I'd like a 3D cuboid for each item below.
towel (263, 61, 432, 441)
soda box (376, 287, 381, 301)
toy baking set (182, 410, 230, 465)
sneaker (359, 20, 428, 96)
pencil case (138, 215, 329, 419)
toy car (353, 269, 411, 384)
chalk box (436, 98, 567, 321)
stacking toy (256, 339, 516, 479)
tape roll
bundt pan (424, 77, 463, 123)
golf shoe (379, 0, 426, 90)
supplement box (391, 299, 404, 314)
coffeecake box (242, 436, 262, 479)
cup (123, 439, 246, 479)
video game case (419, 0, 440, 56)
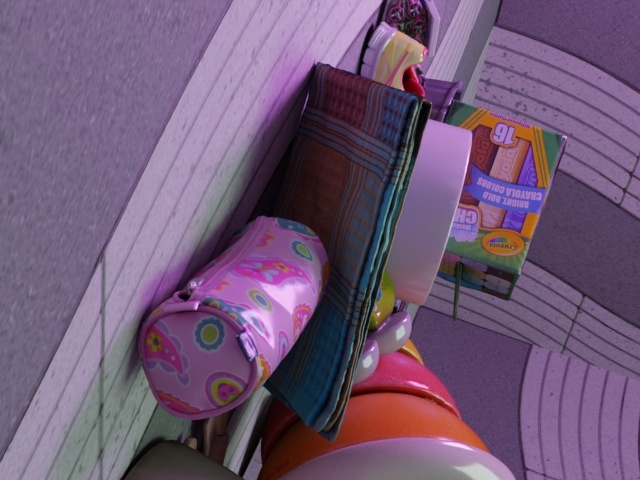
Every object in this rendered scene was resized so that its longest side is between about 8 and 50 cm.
[{"bbox_3d":[0.000,0.000,1.505,0.271,0.040,0.370,32,-72,62],"label":"towel"},{"bbox_3d":[0.021,-0.021,1.599,0.067,0.071,0.210,-41,-135,53],"label":"soda box"},{"bbox_3d":[-0.162,0.306,1.612,0.197,0.030,0.256,-39,144,-66],"label":"toy baking set"},{"bbox_3d":[0.095,-0.198,1.912,0.081,0.094,0.209,-64,170,-49],"label":"sneaker"},{"bbox_3d":[-0.077,0.065,1.317,0.284,0.124,0.124,-47,155,-67],"label":"pencil case"},{"bbox_3d":[0.013,0.089,1.689,0.136,0.159,0.182,-20,-169,43],"label":"toy car"},{"bbox_3d":[0.229,-0.028,2.036,0.180,0.179,0.289,81,30,-74],"label":"chalk box"},{"bbox_3d":[0.047,0.209,1.817,0.351,0.350,0.480,100,-15,-46],"label":"stacking toy"},{"bbox_3d":[0.087,-0.051,1.824,0.246,0.169,0.246,-165,-90,-89],"label":"tape roll"},{"bbox_3d":[0.112,-0.105,2.126,0.331,0.124,0.331,18,90,-81],"label":"bundt pan"},{"bbox_3d":[0.108,-0.288,1.961,0.186,0.067,0.086,87,-16,-47],"label":"golf shoe"},{"bbox_3d":[0.078,0.098,2.329,0.239,0.130,0.073,90,20,-68],"label":"supplement box"},{"bbox_3d":[-0.063,0.335,2.094,0.186,0.068,0.142,-65,171,4],"label":"coffeecake box"},{"bbox_3d":[-0.100,0.397,1.398,0.331,0.237,0.331,17,90,-76],"label":"cup"},{"bbox_3d":[0.141,-0.334,1.951,0.087,0.011,0.122,94,-21,-60],"label":"video game case"}]
